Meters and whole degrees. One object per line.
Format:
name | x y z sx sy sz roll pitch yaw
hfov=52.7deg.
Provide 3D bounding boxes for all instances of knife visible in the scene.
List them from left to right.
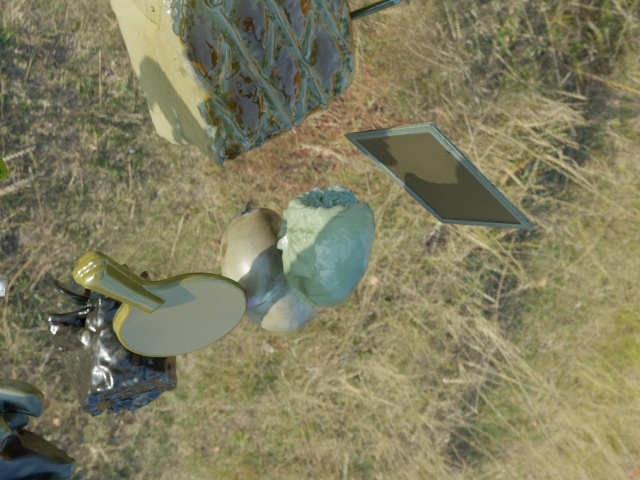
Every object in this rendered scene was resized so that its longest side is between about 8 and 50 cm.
knife | 0.164 -0.450 1.194 0.343 0.061 0.027 -13 103 23

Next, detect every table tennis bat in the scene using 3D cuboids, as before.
table tennis bat | -0.231 0.095 0.942 0.198 0.050 0.321 -31 146 10

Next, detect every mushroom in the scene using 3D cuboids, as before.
mushroom | -0.087 0.048 1.174 0.184 0.254 0.255 -15 131 10

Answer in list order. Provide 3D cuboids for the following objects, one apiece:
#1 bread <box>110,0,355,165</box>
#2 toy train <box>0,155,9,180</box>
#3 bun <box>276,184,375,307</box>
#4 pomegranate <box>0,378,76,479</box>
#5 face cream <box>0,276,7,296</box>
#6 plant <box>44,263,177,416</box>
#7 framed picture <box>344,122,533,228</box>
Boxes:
bread | -0.142 -0.386 1.173 0.371 0.279 0.390 -31 135 -26
toy train | -0.497 -0.183 0.658 0.150 0.237 0.368 -16 110 8
bun | 0.000 0.000 1.002 0.127 0.203 0.212 13 163 -14
pomegranate | -0.331 0.145 0.438 0.242 0.306 0.242 -35 139 -39
face cream | -0.712 0.072 1.192 0.252 0.101 0.101 8 123 -16
plant | -0.370 0.164 1.176 0.188 0.276 0.199 -40 149 26
framed picture | 0.207 -0.110 1.133 0.296 0.232 0.019 38 74 -30
